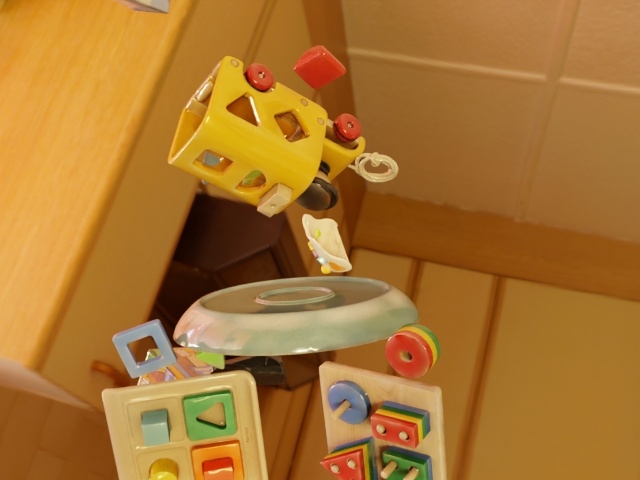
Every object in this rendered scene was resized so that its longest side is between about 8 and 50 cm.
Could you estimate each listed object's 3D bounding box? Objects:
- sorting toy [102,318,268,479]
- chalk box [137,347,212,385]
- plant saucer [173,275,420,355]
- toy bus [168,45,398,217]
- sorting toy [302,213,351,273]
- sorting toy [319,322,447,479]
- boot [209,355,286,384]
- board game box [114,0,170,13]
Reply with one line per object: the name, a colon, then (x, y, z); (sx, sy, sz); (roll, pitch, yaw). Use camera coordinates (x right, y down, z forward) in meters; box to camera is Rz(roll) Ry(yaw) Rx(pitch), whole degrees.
sorting toy: (-0.171, 0.266, 1.012); (0.196, 0.347, 0.047); (-6, 20, -2)
chalk box: (-0.228, 0.305, 1.448); (0.132, 0.132, 0.213); (5, 21, -46)
plant saucer: (-0.031, 0.088, 1.019); (0.318, 0.043, 0.317); (-3, 7, 0)
toy bus: (-0.041, -0.076, 0.742); (0.202, 0.104, 0.191); (-1, -35, 14)
sorting toy: (0.000, 0.000, 1.088); (0.045, 0.083, 0.075); (-29, -41, 13)
sorting toy: (0.054, 0.207, 0.779); (0.132, 0.046, 0.274); (8, -65, 33)
boot: (-0.107, 0.166, 1.175); (0.121, 0.099, 0.045); (3, -46, -14)
board game box: (-0.153, -0.249, 0.516); (0.039, 0.160, 0.211); (11, 9, 15)
